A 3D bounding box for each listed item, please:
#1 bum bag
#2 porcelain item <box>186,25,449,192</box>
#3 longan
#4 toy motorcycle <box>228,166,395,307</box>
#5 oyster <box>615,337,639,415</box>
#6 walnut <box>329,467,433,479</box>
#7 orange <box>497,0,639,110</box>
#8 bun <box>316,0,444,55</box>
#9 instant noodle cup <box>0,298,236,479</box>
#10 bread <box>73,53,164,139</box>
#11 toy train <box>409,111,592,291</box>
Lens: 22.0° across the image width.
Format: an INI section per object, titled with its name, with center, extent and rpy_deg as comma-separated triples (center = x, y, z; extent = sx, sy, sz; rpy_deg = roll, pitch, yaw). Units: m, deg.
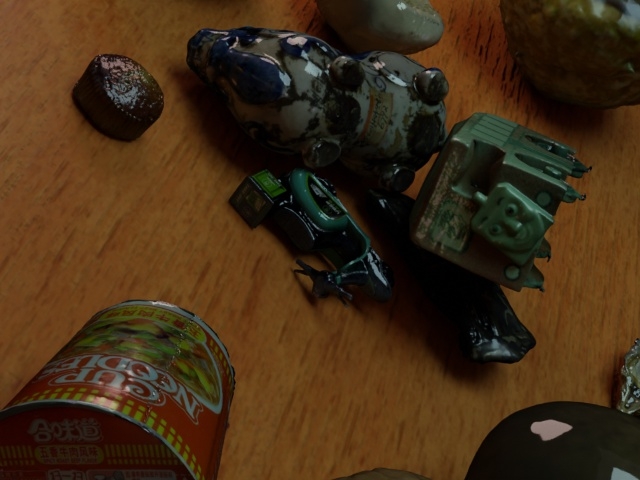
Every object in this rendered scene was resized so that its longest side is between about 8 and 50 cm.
[bum bag]
center = 0.136, 0.035, 1.699
extent = 0.102, 0.069, 0.248
rpy_deg = -9, 54, -36
[porcelain item]
center = 0.001, -0.145, 1.709
extent = 0.186, 0.138, 0.288
rpy_deg = 26, 13, 38
[longan]
center = 0.224, 0.257, 1.405
extent = 0.246, 0.215, 0.246
rpy_deg = 10, 72, -32
[toy motorcycle]
center = 0.000, 0.000, 1.596
extent = 0.173, 0.058, 0.100
rpy_deg = 48, 38, 10
[oyster]
center = 0.374, 0.163, 1.846
extent = 0.122, 0.045, 0.146
rpy_deg = 28, 27, -20
[walnut]
center = 0.045, 0.277, 1.170
extent = 0.228, 0.228, 0.228
rpy_deg = 30, 33, -22
[orange]
center = 0.381, -0.284, 2.228
extent = 0.271, 0.210, 0.369
rpy_deg = 32, 23, 27
[bun]
center = 0.059, -0.273, 1.948
extent = 0.183, 0.102, 0.183
rpy_deg = 36, 20, -15
[instant noodle cup]
center = -0.141, 0.146, 1.155
extent = 0.193, 0.193, 0.212
rpy_deg = 39, 24, -9
[bread]
center = -0.186, -0.139, 1.546
extent = 0.085, 0.053, 0.085
rpy_deg = 30, 34, -22
[toy train]
center = 0.184, -0.046, 1.683
extent = 0.159, 0.129, 0.326
rpy_deg = 26, 15, 5
